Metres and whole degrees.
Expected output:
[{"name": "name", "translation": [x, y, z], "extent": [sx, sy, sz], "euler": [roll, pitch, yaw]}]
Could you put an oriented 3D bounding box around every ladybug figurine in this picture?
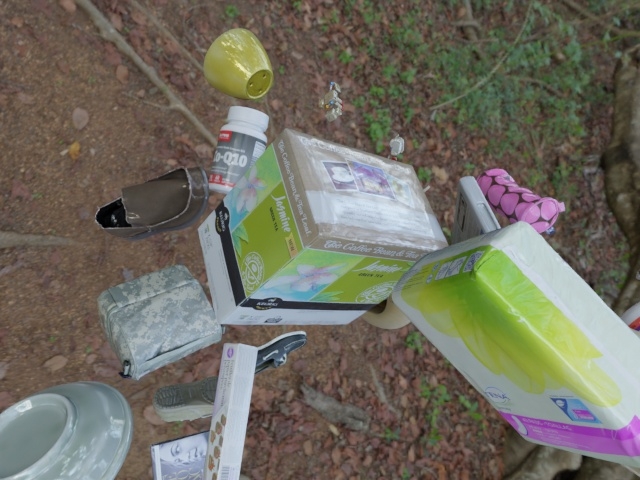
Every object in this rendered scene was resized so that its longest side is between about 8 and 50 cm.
[{"name": "ladybug figurine", "translation": [0.214, 0.130, 1.708], "extent": [0.162, 0.449, 0.305], "euler": [-12, 103, -27]}]

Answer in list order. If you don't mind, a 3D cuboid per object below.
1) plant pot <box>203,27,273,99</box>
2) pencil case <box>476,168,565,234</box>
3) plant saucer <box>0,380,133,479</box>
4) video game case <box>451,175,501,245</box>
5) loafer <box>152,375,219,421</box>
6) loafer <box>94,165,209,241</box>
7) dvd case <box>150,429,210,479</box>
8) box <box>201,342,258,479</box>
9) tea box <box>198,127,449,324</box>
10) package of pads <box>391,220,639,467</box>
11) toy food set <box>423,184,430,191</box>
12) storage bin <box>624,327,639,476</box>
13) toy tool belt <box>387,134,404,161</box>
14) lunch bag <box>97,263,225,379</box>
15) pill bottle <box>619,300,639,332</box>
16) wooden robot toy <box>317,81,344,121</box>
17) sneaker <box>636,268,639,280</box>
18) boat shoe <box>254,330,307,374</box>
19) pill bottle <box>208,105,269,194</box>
[{"name": "plant pot", "translation": [-0.148, -0.333, 1.025], "extent": [0.134, 0.134, 0.095], "euler": [-14, 52, -49]}, {"name": "pencil case", "translation": [0.428, -0.092, 1.134], "extent": [0.095, 0.098, 0.209], "euler": [59, 0, -33]}, {"name": "plant saucer", "translation": [-0.608, 0.439, 1.095], "extent": [0.400, 0.400, 0.100], "euler": [-53, 141, -42]}, {"name": "video game case", "translation": [0.336, 0.085, 1.063], "extent": [0.329, 0.036, 0.300], "euler": [80, -2, -49]}, {"name": "loafer", "translation": [-0.337, 0.449, 1.454], "extent": [0.268, 0.092, 0.102], "euler": [4, 44, -25]}, {"name": "loafer", "translation": [-0.419, -0.079, 1.265], "extent": [0.130, 0.366, 0.134], "euler": [6, 66, -55]}, {"name": "dvd case", "translation": [-0.379, 0.647, 1.519], "extent": [0.221, 0.018, 0.164], "euler": [-6, 103, -25]}, {"name": "box", "translation": [-0.215, 0.412, 1.236], "extent": [0.067, 0.063, 0.324], "euler": [23, 66, -43]}, {"name": "tea box", "translation": [0.000, 0.000, 0.985], "extent": [0.329, 0.323, 0.220], "euler": [7, 53, -40]}, {"name": "package of pads", "translation": [0.243, 0.125, 0.615], "extent": [0.296, 0.229, 0.101], "euler": [46, 71, -3]}, {"name": "toy food set", "translation": [0.172, -0.087, 1.252], "extent": [0.132, 0.192, 0.038], "euler": [-38, 93, -28]}, {"name": "storage bin", "translation": [0.677, 0.342, 1.046], "extent": [0.123, 0.262, 0.260], "euler": [-15, 107, -17]}, {"name": "toy tool belt", "translation": [0.247, -0.300, 1.691], "extent": [0.051, 0.052, 0.083], "euler": [-64, 161, -59]}, {"name": "lunch bag", "translation": [-0.468, 0.246, 1.510], "extent": [0.305, 0.256, 0.212], "euler": [-19, 133, -36]}, {"name": "pill bottle", "translation": [0.919, 0.292, 1.288], "extent": [0.181, 0.181, 0.323], "euler": [14, 38, -45]}, {"name": "wooden robot toy", "translation": [0.028, -0.449, 1.720], "extent": [0.076, 0.079, 0.173], "euler": [38, 43, -42]}, {"name": "sneaker", "translation": [0.690, 0.042, 1.054], "extent": [0.178, 0.072, 0.077], "euler": [-19, 116, -59]}, {"name": "boat shoe", "translation": [-0.174, 0.404, 1.788], "extent": [0.302, 0.114, 0.091], "euler": [-19, 58, -19]}, {"name": "pill bottle", "translation": [-0.271, -0.293, 1.737], "extent": [0.161, 0.161, 0.283], "euler": [13, 88, -45]}]
